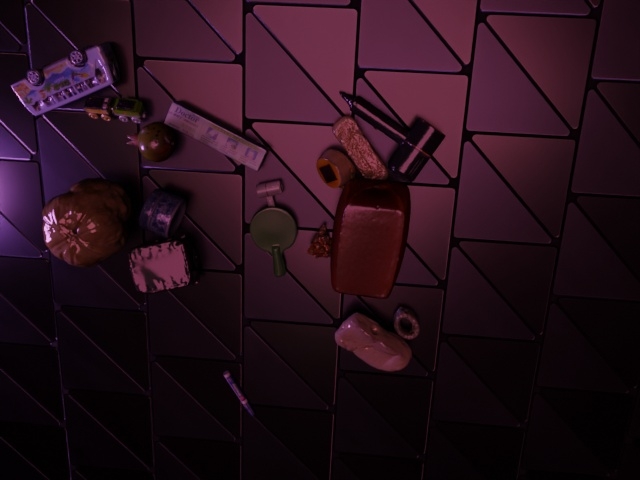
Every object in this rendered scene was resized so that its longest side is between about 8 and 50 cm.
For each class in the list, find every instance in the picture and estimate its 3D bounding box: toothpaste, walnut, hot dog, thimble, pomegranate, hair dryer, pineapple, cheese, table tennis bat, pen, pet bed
[{"bbox_3d":[-0.332,-0.339,1.848,0.336,0.067,0.081,27,108,-3],"label":"toothpaste"},{"bbox_3d":[-0.754,-0.060,1.861,0.253,0.277,0.282,7,120,-5],"label":"walnut"},{"bbox_3d":[0.128,-0.286,1.820,0.084,0.073,0.242,-35,101,11],"label":"hot dog"},{"bbox_3d":[0.297,0.286,1.985,0.084,0.062,0.110,-22,104,10],"label":"thimble"},{"bbox_3d":[-0.542,-0.311,1.850,0.159,0.129,0.129,-14,107,35],"label":"pomegranate"},{"bbox_3d":[0.193,-0.348,1.792,0.352,0.107,0.189,34,104,3],"label":"hair dryer"},{"bbox_3d":[-0.159,-0.130,1.910,0.082,0.047,0.137,-10,111,7],"label":"hair dryer"},{"bbox_3d":[0.000,0.000,1.932,0.114,0.077,0.114,8,98,-33],"label":"pineapple"},{"bbox_3d":[0.188,0.355,1.982,0.263,0.093,0.159,34,140,-4],"label":"cheese"},{"bbox_3d":[-0.153,0.006,1.940,0.160,0.039,0.257,-5,111,5],"label":"table tennis bat"},{"bbox_3d":[-0.302,0.575,2.145,0.025,0.025,0.204,-27,103,12],"label":"pen"},{"bbox_3d":[-0.524,0.085,1.954,0.210,0.159,0.183,-13,94,4],"label":"pet bed"}]

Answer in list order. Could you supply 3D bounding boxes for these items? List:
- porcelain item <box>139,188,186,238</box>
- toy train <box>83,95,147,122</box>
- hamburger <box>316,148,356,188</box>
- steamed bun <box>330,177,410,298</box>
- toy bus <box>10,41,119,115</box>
[{"bbox_3d":[-0.526,-0.092,1.898,0.114,0.147,0.147,23,107,0],"label":"porcelain item"},{"bbox_3d":[-0.661,-0.423,1.837,0.202,0.081,0.060,6,69,4],"label":"toy train"},{"bbox_3d":[0.054,-0.225,1.824,0.081,0.126,0.141,-35,85,-27],"label":"hamburger"},{"bbox_3d":[0.154,-0.017,1.808,0.235,0.248,0.379,7,112,0],"label":"steamed bun"},{"bbox_3d":[-0.799,-0.515,1.817,0.329,0.109,0.136,-19,114,10],"label":"toy bus"}]
